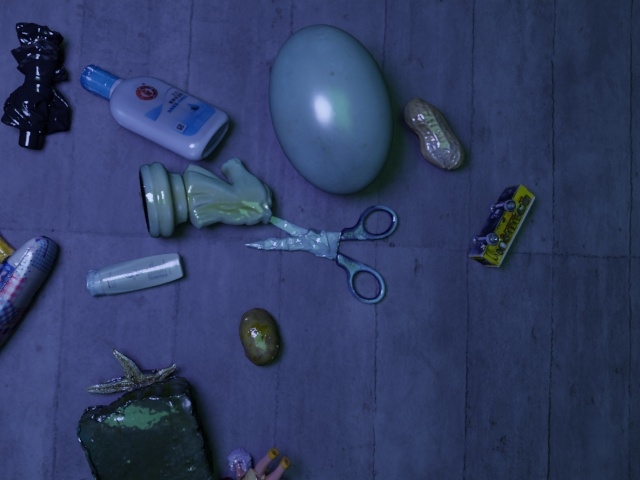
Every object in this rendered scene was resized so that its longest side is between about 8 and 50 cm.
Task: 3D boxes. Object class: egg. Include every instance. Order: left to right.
[{"bbox_3d":[0.024,-0.294,1.106,0.276,0.276,0.389,-16,89,-11],"label":"egg"}]

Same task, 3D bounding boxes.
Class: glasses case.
[{"bbox_3d":[-0.678,0.134,1.036,0.076,0.125,0.327,31,83,-8],"label":"glasses case"}]

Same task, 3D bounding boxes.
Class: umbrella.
[{"bbox_3d":[-0.631,-0.339,1.081,0.110,0.122,0.272,7,90,34],"label":"umbrella"}]

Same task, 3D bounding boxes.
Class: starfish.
[{"bbox_3d":[-0.428,0.319,1.103,0.208,0.053,0.176,-19,109,-11],"label":"starfish"}]

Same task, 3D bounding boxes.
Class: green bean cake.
[{"bbox_3d":[-0.375,0.444,1.053,0.241,0.132,0.255,-17,103,-11],"label":"green bean cake"}]

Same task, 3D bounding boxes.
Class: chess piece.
[{"bbox_3d":[-0.259,-0.106,1.123,0.298,0.176,0.176,-8,89,-22],"label":"chess piece"}]

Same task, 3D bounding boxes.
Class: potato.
[{"bbox_3d":[-0.146,0.232,1.155,0.091,0.070,0.138,-16,90,-11],"label":"potato"}]

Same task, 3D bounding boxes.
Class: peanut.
[{"bbox_3d":[0.291,-0.273,1.250,0.098,0.090,0.214,-32,92,19],"label":"peanut"}]

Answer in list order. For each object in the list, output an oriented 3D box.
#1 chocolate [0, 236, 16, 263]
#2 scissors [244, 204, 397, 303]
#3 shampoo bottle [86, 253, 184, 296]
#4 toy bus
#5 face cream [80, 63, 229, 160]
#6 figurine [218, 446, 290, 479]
[{"bbox_3d":[-0.770,-0.032,1.052,0.219,0.085,0.085,43,81,-11],"label":"chocolate"},{"bbox_3d":[0.000,0.000,1.214,0.383,0.029,0.256,14,84,-8],"label":"scissors"},{"bbox_3d":[-0.428,0.080,1.122,0.212,0.049,0.072,-14,94,-10],"label":"shampoo bottle"},{"bbox_3d":[0.476,-0.040,1.280,0.074,0.081,0.226,33,79,-12],"label":"toy bus"},{"bbox_3d":[-0.388,-0.306,1.112,0.336,0.080,0.163,27,55,3],"label":"face cream"},{"bbox_3d":[-0.163,0.578,1.105,0.174,0.116,0.240,40,85,4],"label":"figurine"}]
